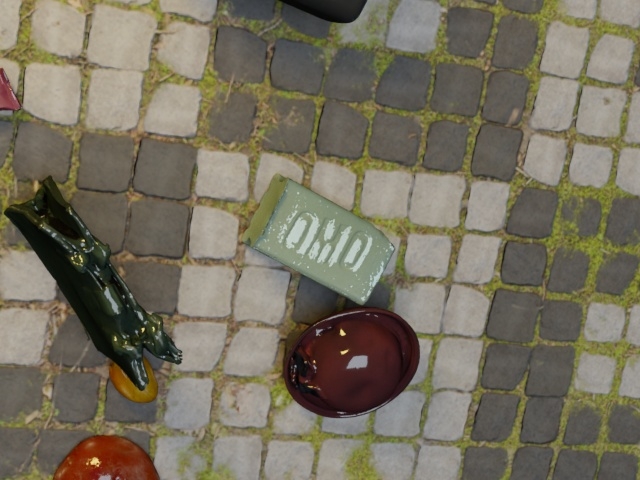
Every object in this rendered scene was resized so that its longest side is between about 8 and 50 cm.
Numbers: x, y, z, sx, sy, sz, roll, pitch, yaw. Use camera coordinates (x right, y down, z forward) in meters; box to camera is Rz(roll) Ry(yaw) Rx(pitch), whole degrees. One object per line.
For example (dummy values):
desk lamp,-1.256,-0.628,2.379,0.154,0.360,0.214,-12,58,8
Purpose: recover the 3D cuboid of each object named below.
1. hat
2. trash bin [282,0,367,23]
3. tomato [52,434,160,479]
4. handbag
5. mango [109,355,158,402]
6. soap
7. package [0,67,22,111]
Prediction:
hat,0.051,0.187,1.824,0.205,0.089,0.205,-9,124,-14
trash bin,-0.061,-0.413,1.628,0.290,0.182,0.209,21,93,-28
tomato,-0.298,0.353,1.768,0.156,0.069,0.155,-4,102,-19
handbag,-0.290,0.049,1.601,0.079,0.260,0.247,-35,110,-14
mango,-0.258,0.192,1.759,0.060,0.046,0.089,-42,116,-8
soap,0.000,0.000,1.800,0.198,0.063,0.114,27,90,-23
package,-0.432,-0.179,1.623,0.083,0.029,0.059,-26,106,-4
